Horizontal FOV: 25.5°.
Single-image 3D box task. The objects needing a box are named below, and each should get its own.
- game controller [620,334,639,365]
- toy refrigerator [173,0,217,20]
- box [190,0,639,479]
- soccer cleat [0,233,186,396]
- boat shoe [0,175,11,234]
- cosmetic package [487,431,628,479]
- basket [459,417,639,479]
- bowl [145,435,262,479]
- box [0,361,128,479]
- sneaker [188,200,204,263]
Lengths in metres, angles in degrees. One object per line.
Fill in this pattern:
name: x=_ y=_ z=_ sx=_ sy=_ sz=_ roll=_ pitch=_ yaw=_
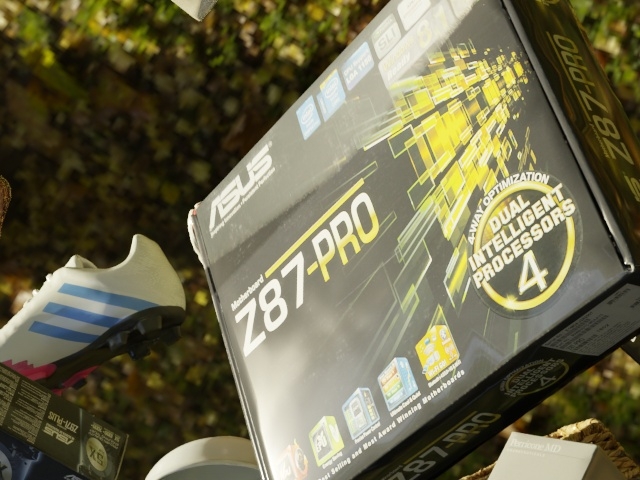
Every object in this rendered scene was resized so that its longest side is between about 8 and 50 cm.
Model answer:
game controller: x=0.312 y=0.044 z=1.114 sx=0.067 sy=0.166 sz=0.319 roll=29 pitch=-172 yaw=-16
toy refrigerator: x=-0.110 y=-0.349 z=1.536 sx=0.102 sy=0.269 sz=0.094 roll=38 pitch=121 yaw=-10
box: x=0.071 y=0.003 z=1.096 sx=0.097 sy=0.318 sz=0.395 roll=12 pitch=139 yaw=-38
soccer cleat: x=-0.314 y=0.105 z=1.692 sx=0.331 sy=0.143 sz=0.116 roll=-24 pitch=155 yaw=9
boat shoe: x=-0.444 y=0.000 z=1.810 sx=0.064 sy=0.178 sz=0.060 roll=19 pitch=-179 yaw=-15
cosmetic package: x=0.221 y=0.328 z=1.486 sx=0.127 sy=0.238 sz=0.107 roll=-1 pitch=143 yaw=47
basket: x=0.314 y=0.373 z=2.170 sx=0.223 sy=0.299 sz=0.213 roll=56 pitch=164 yaw=40
bowl: x=-0.145 y=0.393 z=2.144 sx=0.298 sy=0.134 sz=0.298 roll=0 pitch=129 yaw=0
box: x=-0.319 y=0.222 z=1.480 sx=0.180 sy=0.077 sz=0.147 roll=34 pitch=129 yaw=-20
sneaker: x=-0.095 y=0.044 z=2.203 sx=0.279 sy=0.107 sz=0.118 roll=53 pitch=156 yaw=-4
